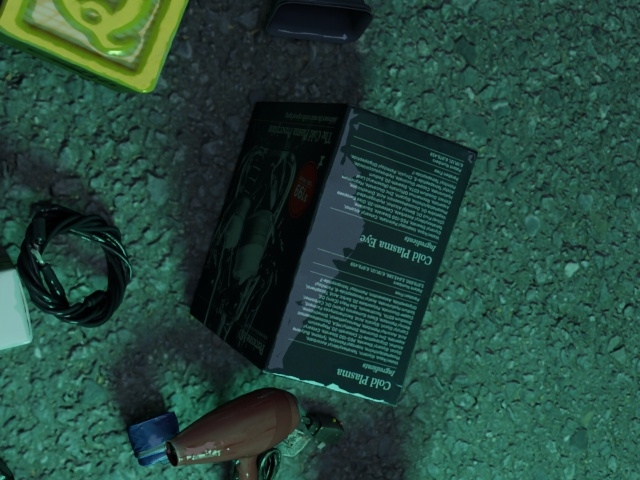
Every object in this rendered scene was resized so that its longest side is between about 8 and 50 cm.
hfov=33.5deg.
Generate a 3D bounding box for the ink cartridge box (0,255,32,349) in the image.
[{"bbox_3d":[-0.431,0.082,1.257,0.158,0.218,0.092,-12,95,-17],"label":"ink cartridge box"}]

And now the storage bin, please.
[{"bbox_3d":[-0.007,-0.326,1.428,0.135,0.098,0.091,3,68,-19],"label":"storage bin"}]

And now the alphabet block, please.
[{"bbox_3d":[-0.272,-0.295,1.275,0.193,0.197,0.192,20,90,-20],"label":"alphabet block"}]

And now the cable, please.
[{"bbox_3d":[-0.300,0.036,1.339,0.184,0.047,0.151,30,47,-53],"label":"cable"}]

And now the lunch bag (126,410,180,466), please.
[{"bbox_3d":[-0.220,0.270,1.423,0.067,0.098,0.065,-17,84,-14],"label":"lunch bag"}]

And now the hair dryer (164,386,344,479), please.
[{"bbox_3d":[-0.091,0.305,1.432,0.293,0.080,0.224,34,83,-43],"label":"hair dryer"}]

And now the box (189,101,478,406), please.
[{"bbox_3d":[0.000,0.000,1.331,0.178,0.343,0.313,17,91,-22],"label":"box"}]

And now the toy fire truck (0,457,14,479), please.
[{"bbox_3d":[-0.480,0.296,1.253,0.158,0.246,0.217,-39,108,-11],"label":"toy fire truck"}]
